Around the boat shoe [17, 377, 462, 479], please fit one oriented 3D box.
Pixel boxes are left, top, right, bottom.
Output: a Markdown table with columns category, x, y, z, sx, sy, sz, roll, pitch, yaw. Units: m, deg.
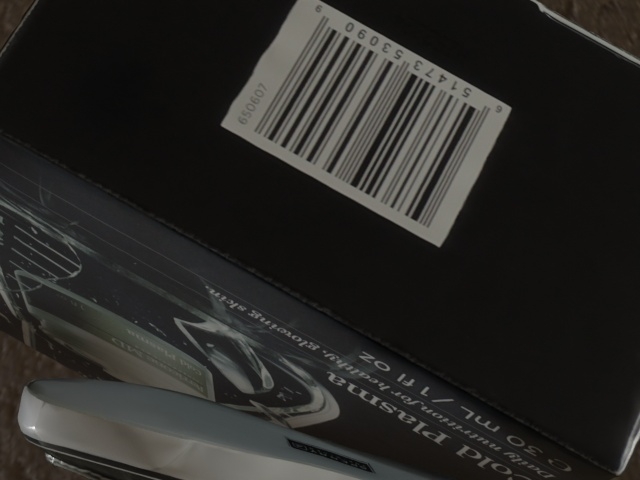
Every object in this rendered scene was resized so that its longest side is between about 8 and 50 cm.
| category | x | y | z | sx | sy | sz | roll | pitch | yaw |
| --- | --- | --- | --- | --- | --- | --- | --- | --- | --- |
| boat shoe | -0.041 | 0.167 | 0.790 | 0.306 | 0.113 | 0.105 | 17 | 95 | -13 |

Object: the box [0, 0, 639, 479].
| category | x | y | z | sx | sy | sz | roll | pitch | yaw |
| --- | --- | --- | --- | --- | --- | --- | --- | --- | --- |
| box | 0.000 | 0.000 | 1.059 | 0.480 | 0.297 | 0.472 | 29 | 158 | 0 |
